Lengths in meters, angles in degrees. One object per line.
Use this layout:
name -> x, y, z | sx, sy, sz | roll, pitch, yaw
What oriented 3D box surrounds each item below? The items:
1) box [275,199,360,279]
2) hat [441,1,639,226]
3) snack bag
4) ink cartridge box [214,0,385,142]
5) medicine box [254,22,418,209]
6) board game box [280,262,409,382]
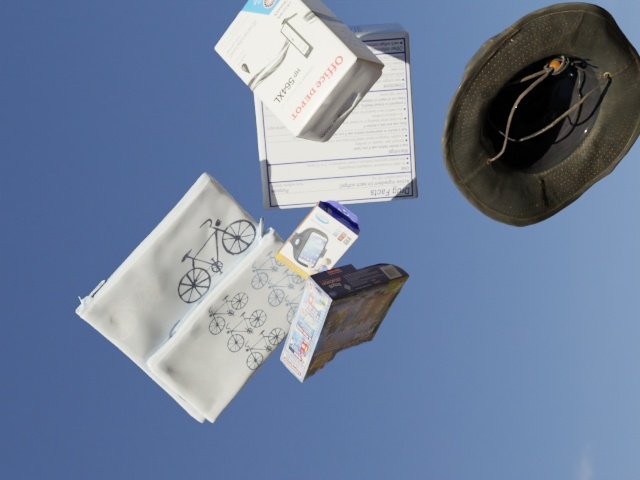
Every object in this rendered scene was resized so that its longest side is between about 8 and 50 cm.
box -> 0.000, 0.000, 2.018 | 0.081, 0.136, 0.028 | 36, -149, -7
hat -> 0.274, -0.186, 1.730 | 0.331, 0.134, 0.331 | -16, -53, -21
snack bag -> -0.184, 0.095, 2.120 | 0.323, 0.037, 0.342 | -48, -55, -9
ink cartridge box -> -0.031, -0.261, 1.839 | 0.203, 0.148, 0.086 | 48, -159, 25
medicine box -> 0.023, -0.212, 2.195 | 0.149, 0.263, 0.289 | -94, 0, -74
board game box -> 0.024, 0.126, 2.024 | 0.194, 0.060, 0.194 | -13, -39, -48
